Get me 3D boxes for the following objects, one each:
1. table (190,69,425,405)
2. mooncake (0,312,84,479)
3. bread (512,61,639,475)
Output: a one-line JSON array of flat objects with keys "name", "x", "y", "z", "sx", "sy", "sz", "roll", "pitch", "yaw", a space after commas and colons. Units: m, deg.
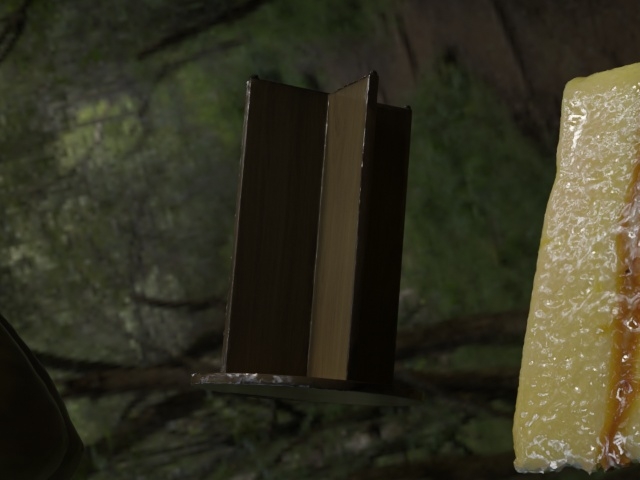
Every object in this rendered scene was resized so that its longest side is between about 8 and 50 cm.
[{"name": "table", "x": 0.000, "y": 0.000, "z": 0.992, "sx": 0.167, "sy": 0.167, "sz": 0.227, "roll": 68, "pitch": -153, "yaw": -79}, {"name": "mooncake", "x": -0.498, "y": 0.251, "z": 1.503, "sx": 0.262, "sy": 0.467, "sz": 0.467, "roll": 56, "pitch": 179, "yaw": 8}, {"name": "bread", "x": 0.202, "y": 0.001, "z": 0.831, "sx": 0.264, "sy": 0.167, "sz": 0.163, "roll": -43, "pitch": -68, "yaw": -47}]
